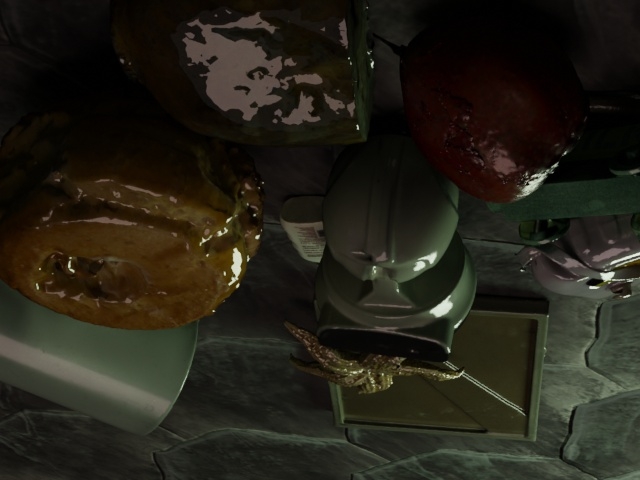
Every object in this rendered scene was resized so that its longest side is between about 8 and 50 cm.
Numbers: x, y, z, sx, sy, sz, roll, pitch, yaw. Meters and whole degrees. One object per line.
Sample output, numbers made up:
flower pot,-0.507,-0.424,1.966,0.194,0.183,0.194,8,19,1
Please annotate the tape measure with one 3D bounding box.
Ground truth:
tape measure,0.345,-0.003,1.824,0.197,0.120,0.236,-24,164,29

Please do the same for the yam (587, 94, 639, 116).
yam,0.331,-0.145,1.707,0.116,0.021,0.021,3,151,6

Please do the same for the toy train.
toy train,0.307,-0.076,1.701,0.253,0.157,0.105,-5,121,39

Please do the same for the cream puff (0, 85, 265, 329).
cream puff,-0.224,-0.053,1.788,0.327,0.231,0.343,8,148,-4

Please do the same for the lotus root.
lotus root,-0.085,-0.197,1.593,0.260,0.149,0.267,3,147,7

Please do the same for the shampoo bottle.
shampoo bottle,0.000,0.000,2.018,0.077,0.045,0.152,-3,147,14

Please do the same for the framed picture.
framed picture,0.166,0.189,2.332,0.326,0.028,0.446,4,151,6

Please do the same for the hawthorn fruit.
hawthorn fruit,0.150,-0.145,1.602,0.235,0.181,0.181,30,149,-1

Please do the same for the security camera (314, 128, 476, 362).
security camera,0.082,-0.005,1.848,0.197,0.191,0.277,8,148,12

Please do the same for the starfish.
starfish,0.066,0.175,2.262,0.277,0.062,0.236,12,156,-17

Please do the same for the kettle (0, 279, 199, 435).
kettle,-0.333,0.110,2.140,0.318,0.205,0.265,25,149,-23
